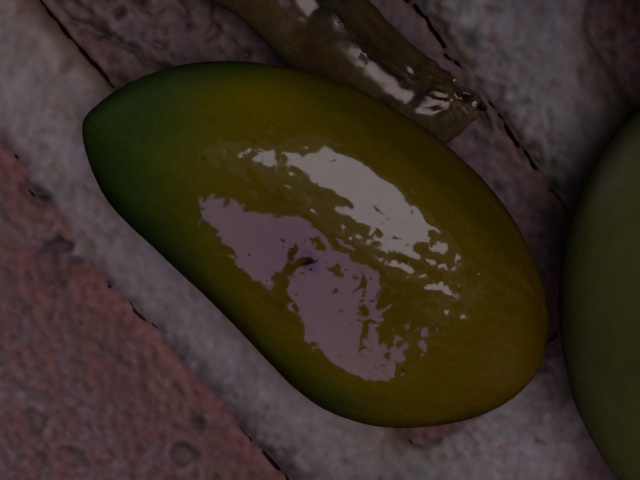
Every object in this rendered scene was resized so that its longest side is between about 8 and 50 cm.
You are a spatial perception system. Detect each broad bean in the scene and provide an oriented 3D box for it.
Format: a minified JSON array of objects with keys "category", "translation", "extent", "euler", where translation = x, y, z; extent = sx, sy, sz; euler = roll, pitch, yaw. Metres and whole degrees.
[{"category":"broad bean","translation":[0.246,0.049,0.598],"extent":[0.238,0.119,0.291],"euler":[-41,102,-4]}]

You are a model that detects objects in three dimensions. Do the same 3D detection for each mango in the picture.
[{"category":"mango","translation":[0.006,-0.003,0.549],"extent":[0.137,0.091,0.237],"euler":[-41,106,15]}]

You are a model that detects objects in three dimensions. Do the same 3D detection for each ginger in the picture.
[{"category":"ginger","translation":[-0.042,-0.173,0.533],"extent":[0.148,0.081,0.334],"euler":[-39,112,-9]}]
